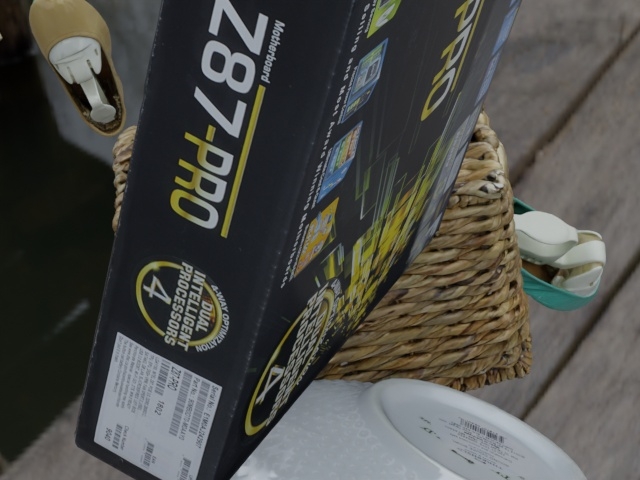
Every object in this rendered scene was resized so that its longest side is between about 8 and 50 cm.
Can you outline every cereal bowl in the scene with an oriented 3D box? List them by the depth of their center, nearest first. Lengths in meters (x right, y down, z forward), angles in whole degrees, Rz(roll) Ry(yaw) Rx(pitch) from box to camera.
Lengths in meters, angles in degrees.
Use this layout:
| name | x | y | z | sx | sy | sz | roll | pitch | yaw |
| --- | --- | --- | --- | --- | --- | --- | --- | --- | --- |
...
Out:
| name | x | y | z | sx | sy | sz | roll | pitch | yaw |
| --- | --- | --- | --- | --- | --- | --- | --- | --- | --- |
| cereal bowl | 0.076 | 0.191 | 0.943 | 0.339 | 0.141 | 0.339 | 22 | 15 | -6 |

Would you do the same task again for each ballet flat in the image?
| name | x | y | z | sx | sy | sz | roll | pitch | yaw |
| --- | --- | --- | --- | --- | --- | --- | --- | --- | --- |
| ballet flat | 0.218 | 0.015 | 1.350 | 0.087 | 0.247 | 0.083 | -10 | 70 | 42 |
| ballet flat | -0.262 | -0.194 | 1.606 | 0.080 | 0.232 | 0.073 | -21 | 64 | 0 |

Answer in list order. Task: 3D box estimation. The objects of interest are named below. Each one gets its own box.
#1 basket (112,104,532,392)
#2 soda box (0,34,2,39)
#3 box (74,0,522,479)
| name | x | y | z | sx | sy | sz | roll | pitch | yaw |
| --- | --- | --- | --- | --- | --- | --- | --- | --- | --- |
| basket | 0.000 | 0.000 | 1.140 | 0.299 | 0.223 | 0.213 | -15 | 44 | 1 |
| soda box | -0.337 | -0.144 | 1.069 | 0.181 | 0.058 | 0.061 | -25 | 90 | -35 |
| box | 0.016 | -0.093 | 0.747 | 0.097 | 0.395 | 0.318 | 26 | 37 | 12 |
